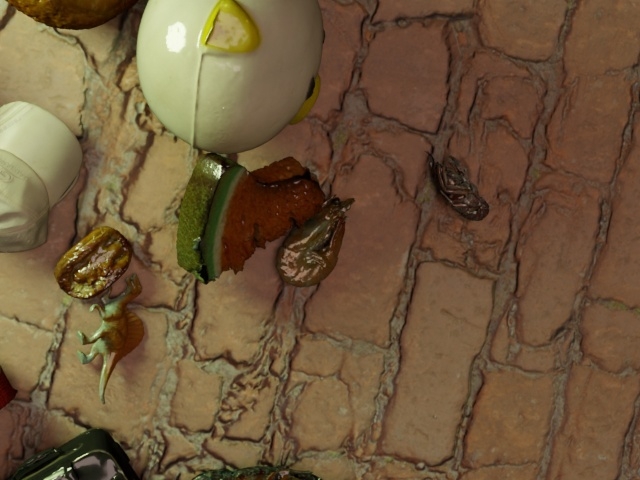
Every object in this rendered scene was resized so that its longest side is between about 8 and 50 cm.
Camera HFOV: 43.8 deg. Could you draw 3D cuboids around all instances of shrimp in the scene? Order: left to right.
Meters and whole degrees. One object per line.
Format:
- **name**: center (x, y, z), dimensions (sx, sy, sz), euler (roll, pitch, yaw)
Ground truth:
- **shrimp**: center (-0.090, 0.526, 1.562), dimensions (0.372, 0.137, 0.172), euler (12, 128, -11)
- **shrimp**: center (0.000, 0.000, 1.577), dimensions (0.115, 0.051, 0.217), euler (42, 81, -23)
- **shrimp**: center (0.279, -0.115, 1.648), dimensions (0.073, 0.075, 0.190), euler (-38, 95, 21)

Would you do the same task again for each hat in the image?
- **hat**: center (-0.520, -0.110, 1.357), dimensions (0.219, 0.164, 0.226), euler (38, 104, -18)

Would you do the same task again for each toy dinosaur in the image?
- **toy dinosaur**: center (-0.381, 0.179, 1.478), dimensions (0.142, 0.057, 0.212), euler (-22, 114, -34)

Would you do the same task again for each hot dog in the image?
- **hot dog**: center (-0.411, 0.041, 1.441), dimensions (0.147, 0.065, 0.099), euler (-41, 113, -13)

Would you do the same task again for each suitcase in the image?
- **suitcase**: center (-0.399, 0.561, 1.420), dimensions (0.283, 0.194, 0.433), euler (-30, 103, -13)

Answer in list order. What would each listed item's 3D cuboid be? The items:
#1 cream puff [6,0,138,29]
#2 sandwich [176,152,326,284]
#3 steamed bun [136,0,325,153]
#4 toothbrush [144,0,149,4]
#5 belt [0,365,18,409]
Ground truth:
- **cream puff**: center (-0.435, -0.500, 1.300), dimensions (0.303, 0.212, 0.303), euler (-22, 120, -44)
- **sandwich**: center (-0.131, -0.077, 1.481), dimensions (0.301, 0.162, 0.250), euler (-14, 131, -32)
- **steamed bun**: center (-0.149, -0.327, 1.342), dimensions (0.334, 0.334, 0.373), euler (22, 51, -18)
- **toothbrush**: center (-0.301, -0.421, 1.459), dimensions (0.019, 0.016, 0.219), euler (-36, 104, -13)
- **belt**: center (-0.636, 0.260, 1.354), dimensions (0.201, 0.128, 0.124), euler (-25, 103, -13)
